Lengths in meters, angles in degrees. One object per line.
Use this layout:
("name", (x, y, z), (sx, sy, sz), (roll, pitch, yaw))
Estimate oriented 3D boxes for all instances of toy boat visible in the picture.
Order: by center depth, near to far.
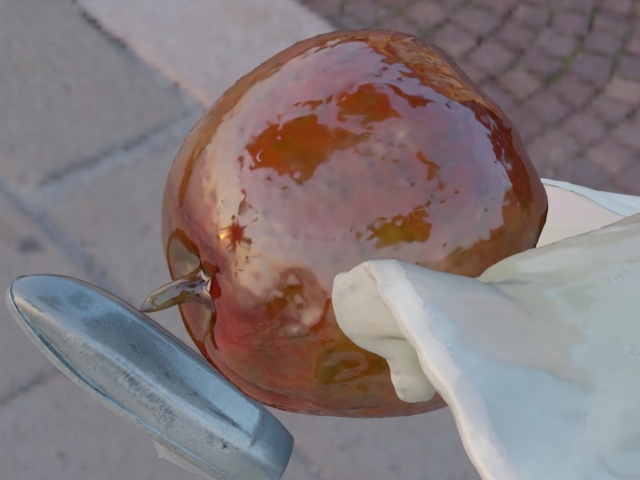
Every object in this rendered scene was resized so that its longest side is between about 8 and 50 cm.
("toy boat", (-0.137, 0.110, 1.503), (0.260, 0.085, 0.078), (38, 44, -19))

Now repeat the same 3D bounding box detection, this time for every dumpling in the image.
("dumpling", (0.149, 0.076, 0.648), (0.318, 0.187, 0.243), (36, 12, 32))

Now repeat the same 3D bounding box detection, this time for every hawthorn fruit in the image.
("hawthorn fruit", (0.000, 0.000, 1.347), (0.298, 0.277, 0.277), (-22, 48, -27))

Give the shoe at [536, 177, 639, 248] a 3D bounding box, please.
("shoe", (0.256, 0.004, 1.604), (0.265, 0.095, 0.110), (14, 13, 27))
